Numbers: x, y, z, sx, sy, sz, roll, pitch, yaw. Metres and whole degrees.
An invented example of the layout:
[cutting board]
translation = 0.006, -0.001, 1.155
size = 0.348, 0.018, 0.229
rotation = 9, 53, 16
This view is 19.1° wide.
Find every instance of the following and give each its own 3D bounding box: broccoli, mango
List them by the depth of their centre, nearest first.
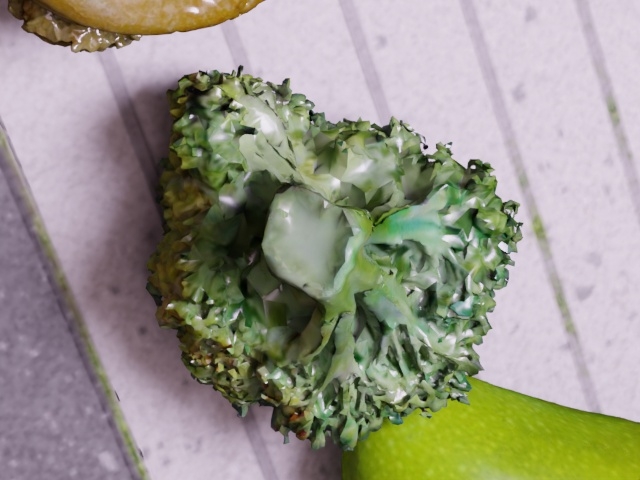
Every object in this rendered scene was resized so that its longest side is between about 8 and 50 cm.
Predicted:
[broccoli]
translation = 0.000, 0.000, 0.933
size = 0.194, 0.194, 0.220
rotation = -39, 85, -10
[mango]
translation = 0.151, 0.185, 1.068
size = 0.343, 0.156, 0.192
rotation = 38, 84, -20

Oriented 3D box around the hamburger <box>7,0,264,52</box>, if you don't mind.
[hamburger]
translation = -0.085, -0.194, 0.894
size = 0.189, 0.122, 0.215
rotation = 42, 88, -20
